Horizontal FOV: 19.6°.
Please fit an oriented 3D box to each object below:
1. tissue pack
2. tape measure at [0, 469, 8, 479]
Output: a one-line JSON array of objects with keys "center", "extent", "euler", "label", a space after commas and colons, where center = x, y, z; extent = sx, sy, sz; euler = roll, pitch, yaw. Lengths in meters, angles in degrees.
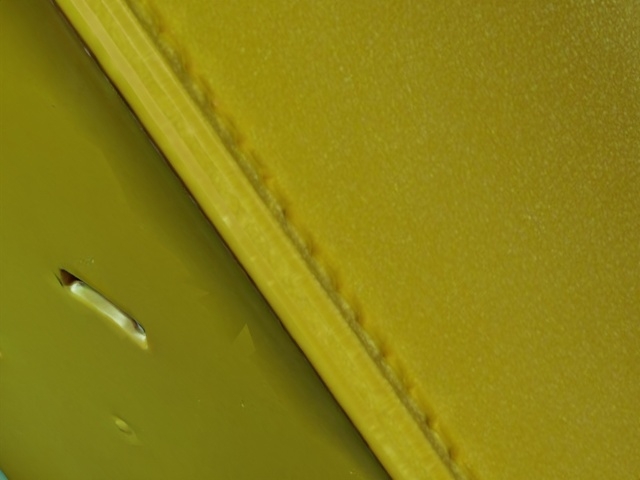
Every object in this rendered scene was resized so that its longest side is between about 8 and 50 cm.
[{"center": [0.000, 0.000, 0.434], "extent": [0.145, 0.194, 0.274], "euler": [-43, 109, -30], "label": "tissue pack"}, {"center": [-0.118, -0.009, 0.550], "extent": [0.181, 0.107, 0.182], "euler": [-3, 90, -8], "label": "tape measure"}]
